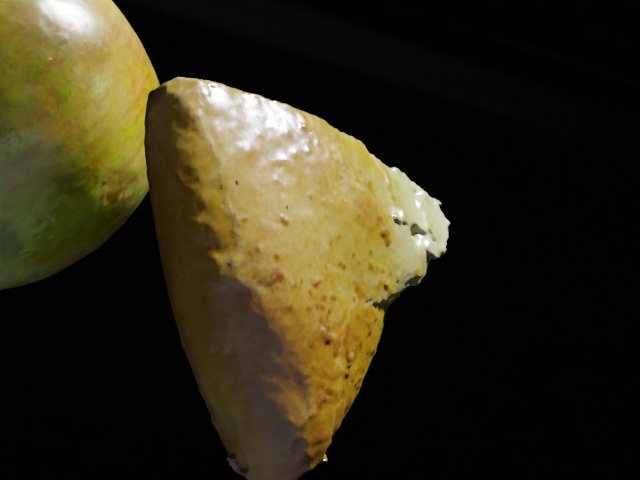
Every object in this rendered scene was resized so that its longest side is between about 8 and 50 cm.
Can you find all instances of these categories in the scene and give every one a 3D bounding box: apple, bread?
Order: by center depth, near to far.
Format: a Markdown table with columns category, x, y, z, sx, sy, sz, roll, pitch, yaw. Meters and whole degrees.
| category | x | y | z | sx | sy | sz | roll | pitch | yaw |
| --- | --- | --- | --- | --- | --- | --- | --- | --- | --- |
| bread | -0.017 | -0.007 | 0.703 | 0.054 | 0.154 | 0.136 | -16 | -58 | 40 |
| apple | -0.185 | -0.065 | 1.051 | 0.196 | 0.196 | 0.196 | -4 | -37 | -3 |
